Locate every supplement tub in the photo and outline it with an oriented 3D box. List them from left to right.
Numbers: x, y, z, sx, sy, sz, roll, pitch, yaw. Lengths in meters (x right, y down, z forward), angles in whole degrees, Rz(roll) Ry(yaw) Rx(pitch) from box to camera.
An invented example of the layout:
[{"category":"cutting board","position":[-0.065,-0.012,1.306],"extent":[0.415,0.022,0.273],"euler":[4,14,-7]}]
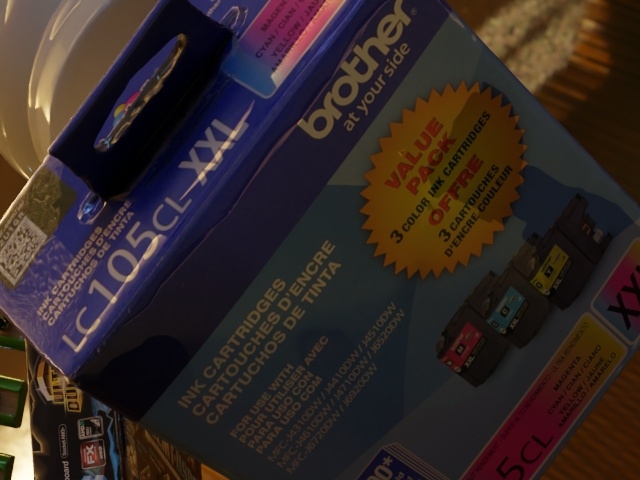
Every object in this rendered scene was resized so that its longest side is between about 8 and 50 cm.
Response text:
[{"category":"supplement tub","position":[-0.143,-0.156,1.075],"extent":[0.228,0.316,0.228],"euler":[-16,-54,-23]}]

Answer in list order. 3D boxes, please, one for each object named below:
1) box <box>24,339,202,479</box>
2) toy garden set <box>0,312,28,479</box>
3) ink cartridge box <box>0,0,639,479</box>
[{"category":"box","position":[-0.135,0.246,1.187],"extent":[0.295,0.073,0.293],"euler":[73,-174,-62]},{"category":"toy garden set","position":[-0.262,0.109,1.403],"extent":[0.049,0.204,0.244],"euler":[8,-88,-80]},{"category":"ink cartridge box","position":[0.000,0.000,0.905],"extent":[0.395,0.151,0.270],"euler":[38,-92,-39]}]
